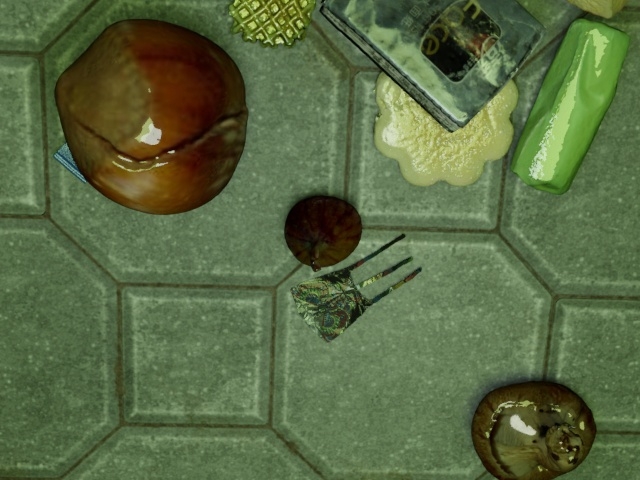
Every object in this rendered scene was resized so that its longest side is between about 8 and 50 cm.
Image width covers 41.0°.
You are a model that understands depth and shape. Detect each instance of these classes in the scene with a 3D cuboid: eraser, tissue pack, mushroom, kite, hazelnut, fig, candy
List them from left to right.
[{"bbox_3d":[-0.485,-0.165,1.724,0.085,0.027,0.063,43,98,-13],"label":"eraser"},{"bbox_3d":[-0.301,-0.227,1.581,0.372,0.315,0.372,-12,114,-30],"label":"hazelnut"},{"bbox_3d":[-0.008,-0.018,1.726,0.149,0.202,0.148,8,93,31],"label":"fig"},{"bbox_3d":[0.082,0.098,1.837,0.285,0.015,0.152,-33,105,6],"label":"kite"},{"bbox_3d":[0.211,-0.412,1.613,0.361,0.122,0.259,43,89,-3],"label":"tissue pack"},{"bbox_3d":[0.461,0.436,1.871,0.267,0.254,0.267,9,114,21],"label":"mushroom"},{"bbox_3d":[0.496,-0.260,1.699,0.142,0.132,0.343,21,104,7],"label":"candy"}]

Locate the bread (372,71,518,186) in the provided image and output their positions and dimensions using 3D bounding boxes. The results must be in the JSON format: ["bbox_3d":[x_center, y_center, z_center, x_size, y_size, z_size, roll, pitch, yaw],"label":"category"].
[{"bbox_3d":[0.251,-0.251,1.729,0.316,0.054,0.316,-1,104,-4],"label":"bread"}]

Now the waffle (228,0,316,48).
[{"bbox_3d":[-0.094,-0.464,1.657,0.169,0.036,0.183,12,103,-4],"label":"waffle"}]

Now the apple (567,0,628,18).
[{"bbox_3d":[0.536,-0.605,1.547,0.314,0.252,0.309,38,80,-18],"label":"apple"}]
